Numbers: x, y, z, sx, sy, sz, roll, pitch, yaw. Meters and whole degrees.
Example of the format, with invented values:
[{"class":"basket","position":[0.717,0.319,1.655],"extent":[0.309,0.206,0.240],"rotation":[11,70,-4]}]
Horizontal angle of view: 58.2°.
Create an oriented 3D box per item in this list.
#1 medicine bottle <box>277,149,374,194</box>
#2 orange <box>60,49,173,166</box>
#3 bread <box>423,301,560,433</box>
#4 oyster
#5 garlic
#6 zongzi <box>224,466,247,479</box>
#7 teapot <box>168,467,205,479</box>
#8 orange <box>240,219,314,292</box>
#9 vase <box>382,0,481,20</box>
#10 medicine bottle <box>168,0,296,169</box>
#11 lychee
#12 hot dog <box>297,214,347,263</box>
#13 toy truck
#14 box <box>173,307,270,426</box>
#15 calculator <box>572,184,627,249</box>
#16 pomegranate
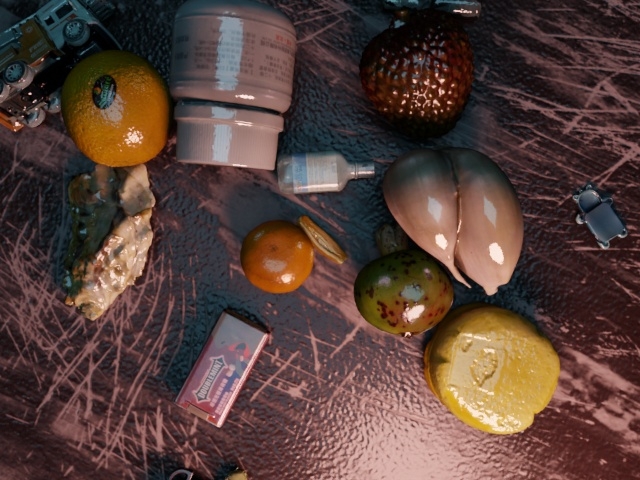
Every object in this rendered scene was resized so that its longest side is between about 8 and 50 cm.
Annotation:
[{"class":"medicine bottle","position":[0.012,-0.150,1.247],"extent":[0.209,0.054,0.090],"rotation":[-4,87,-2]},{"class":"orange","position":[-0.409,-0.267,1.166],"extent":[0.236,0.236,0.236],"rotation":[0,89,-1]},{"class":"bread","position":[0.357,0.263,1.197],"extent":[0.270,0.148,0.269],"rotation":[0,84,-1]},{"class":"oyster","position":[-0.456,-0.007,1.215],"extent":[0.201,0.107,0.354],"rotation":[2,89,3]},{"class":"garlic","position":[0.253,-0.030,1.135],"extent":[0.232,0.246,0.340],"rotation":[-17,89,-18]},{"class":"zongzi","position":[-0.186,0.543,1.196],"extent":[0.055,0.119,0.109],"rotation":[2,89,12]},{"class":"teapot","position":[-0.261,0.561,1.213],"extent":[0.096,0.087,0.177],"rotation":[-25,89,-6]},{"class":"orange","position":[-0.090,0.035,1.208],"extent":[0.156,0.124,0.156],"rotation":[0,71,1]},{"class":"vase","position":[0.241,-0.516,1.255],"extent":[0.212,0.060,0.059],"rotation":[2,89,-1]},{"class":"medicine bottle","position":[-0.179,-0.301,1.153],"extent":[0.245,0.245,0.306],"rotation":[6,96,-1]},{"class":"lychee","position":[0.201,-0.338,1.174],"extent":[0.236,0.236,0.271],"rotation":[-25,111,-1]},{"class":"hot dog","position":[0.000,0.000,1.256],"extent":[0.137,0.028,0.044],"rotation":[43,63,-2]},{"class":"toy truck","position":[-0.578,-0.402,1.210],"extent":[0.338,0.133,0.184],"rotation":[-36,73,1]},{"class":"box","position":[-0.207,0.269,1.227],"extent":[0.120,0.069,0.224],"rotation":[26,88,1]},{"class":"calculator","position":[0.614,-0.054,1.270],"extent":[0.094,0.019,0.141],"rotation":[-33,88,-2]},{"class":"pomegranate","position":[0.166,0.079,1.184],"extent":[0.202,0.202,0.247],"rotation":[-6,71,-1]}]
